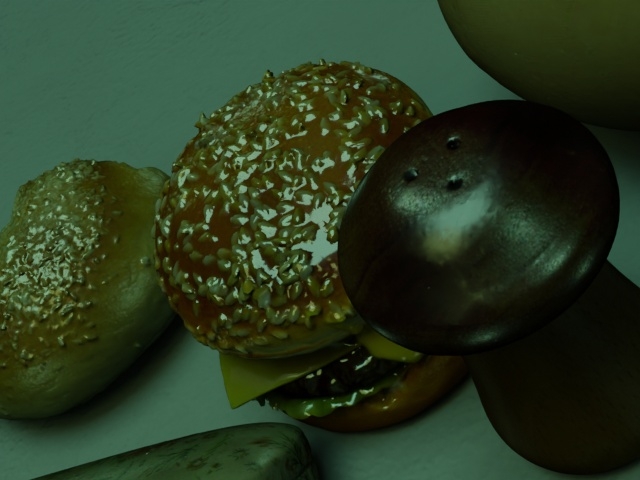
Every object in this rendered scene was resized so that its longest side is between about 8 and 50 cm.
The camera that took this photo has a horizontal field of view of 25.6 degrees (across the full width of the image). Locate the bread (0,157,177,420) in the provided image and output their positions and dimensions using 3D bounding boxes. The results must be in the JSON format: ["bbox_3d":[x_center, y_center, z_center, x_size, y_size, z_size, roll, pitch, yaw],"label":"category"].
[{"bbox_3d":[-0.262,0.064,1.337,0.314,0.171,0.192,-29,40,14],"label":"bread"}]

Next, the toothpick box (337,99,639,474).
[{"bbox_3d":[0.142,0.037,0.969,0.192,0.294,0.192,-20,46,22],"label":"toothpick box"}]

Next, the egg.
[{"bbox_3d":[0.250,-0.239,1.116,0.374,0.301,0.301,20,69,47],"label":"egg"}]

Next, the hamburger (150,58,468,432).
[{"bbox_3d":[0.000,0.000,1.160,0.291,0.225,0.291,-18,50,23],"label":"hamburger"}]

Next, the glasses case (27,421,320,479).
[{"bbox_3d":[-0.199,0.240,1.164,0.425,0.098,0.156,-18,4,23],"label":"glasses case"}]
